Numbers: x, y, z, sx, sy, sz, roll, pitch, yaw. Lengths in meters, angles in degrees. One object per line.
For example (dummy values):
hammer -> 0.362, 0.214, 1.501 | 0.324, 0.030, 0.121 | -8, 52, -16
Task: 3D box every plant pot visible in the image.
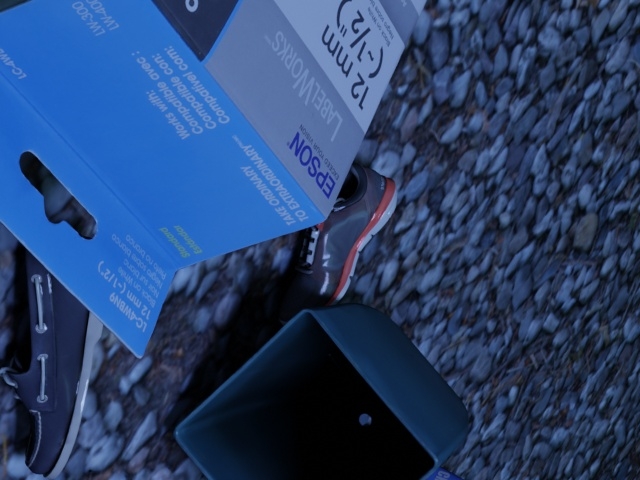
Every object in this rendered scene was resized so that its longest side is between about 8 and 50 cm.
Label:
plant pot -> 0.024, 0.157, 1.534 | 0.166, 0.165, 0.234 | -43, 170, 18

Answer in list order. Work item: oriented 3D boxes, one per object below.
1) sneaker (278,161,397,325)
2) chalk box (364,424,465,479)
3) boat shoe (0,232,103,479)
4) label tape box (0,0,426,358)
sneaker -> 0.000, 0.000, 1.524 | 0.065, 0.061, 0.158 | 36, 82, -34
chalk box -> 0.103, 0.348, 1.726 | 0.179, 0.289, 0.180 | -37, 142, -38
boat shoe -> -0.197, 0.082, 1.278 | 0.065, 0.075, 0.206 | 8, 121, -14
label tape box -> -0.067, -0.132, 1.089 | 0.249, 0.115, 0.347 | 51, 52, -44
